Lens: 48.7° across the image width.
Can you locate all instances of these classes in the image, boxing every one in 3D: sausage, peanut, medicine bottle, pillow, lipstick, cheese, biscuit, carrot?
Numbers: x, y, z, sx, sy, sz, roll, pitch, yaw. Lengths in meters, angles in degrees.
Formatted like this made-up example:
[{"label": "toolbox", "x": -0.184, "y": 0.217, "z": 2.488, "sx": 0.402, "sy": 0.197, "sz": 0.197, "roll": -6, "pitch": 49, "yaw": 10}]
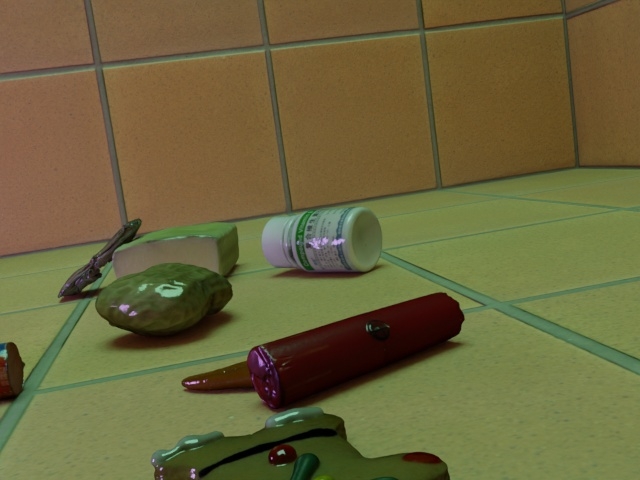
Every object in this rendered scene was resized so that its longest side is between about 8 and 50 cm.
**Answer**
[{"label": "sausage", "x": -0.530, "y": 0.188, "z": 0.911, "sx": 0.274, "sy": 0.074, "sz": 0.074, "roll": -10, "pitch": 8, "yaw": -6}, {"label": "peanut", "x": -0.247, "y": 0.095, "z": 1.167, "sx": 0.197, "sy": 0.110, "sz": 0.233, "roll": -4, "pitch": 10, "yaw": 25}, {"label": "medicine bottle", "x": 0.000, "y": 0.000, "z": 1.497, "sx": 0.237, "sy": 0.139, "sz": 0.139, "roll": 0, "pitch": 11, "yaw": 37}, {"label": "pillow", "x": -0.507, "y": 0.043, "z": 1.644, "sx": 0.248, "sy": 0.049, "sz": 0.135, "roll": -48, "pitch": 7, "yaw": -5}, {"label": "lipstick", "x": 0.048, "y": 0.120, "z": 0.823, "sx": 0.280, "sy": 0.073, "sz": 0.073, "roll": -13, "pitch": 9, "yaw": -35}, {"label": "cheese", "x": -0.326, "y": 0.034, "z": 1.651, "sx": 0.243, "sy": 0.123, "sz": 0.265, "roll": -4, "pitch": 8, "yaw": 3}, {"label": "biscuit", "x": -0.004, "y": 0.183, "z": 0.510, "sx": 0.197, "sy": 0.049, "sz": 0.301, "roll": -14, "pitch": 10, "yaw": -24}, {"label": "carrot", "x": -0.102, "y": 0.160, "z": 0.831, "sx": 0.142, "sy": 0.035, "sz": 0.035, "roll": -11, "pitch": 7, "yaw": 13}]
